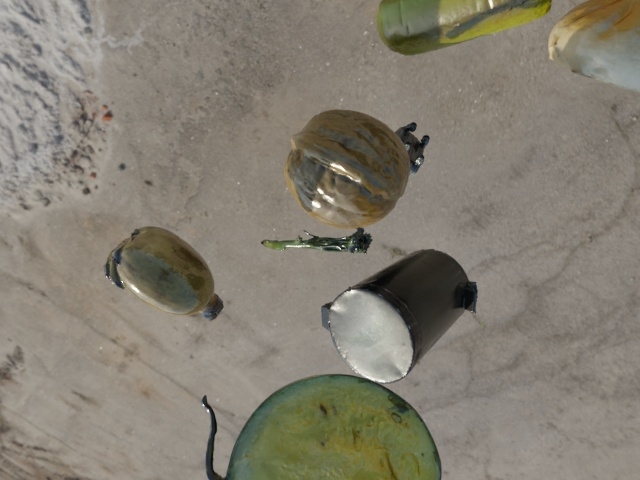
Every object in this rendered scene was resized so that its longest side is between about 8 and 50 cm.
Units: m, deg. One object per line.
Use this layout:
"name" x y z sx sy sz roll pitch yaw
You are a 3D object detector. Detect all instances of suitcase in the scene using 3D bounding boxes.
"suitcase" 0.245 -0.269 1.527 0.128 0.202 0.312 40 133 -15

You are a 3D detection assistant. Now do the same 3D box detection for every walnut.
"walnut" 0.065 -0.187 1.109 0.333 0.333 0.332 12 129 15

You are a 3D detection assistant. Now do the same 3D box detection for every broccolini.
"broccolini" -0.008 0.000 0.883 0.272 0.123 0.062 0 83 35

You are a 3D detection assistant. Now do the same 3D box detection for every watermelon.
"watermelon" 0.005 0.248 0.453 0.232 0.204 0.127 -8 169 -2

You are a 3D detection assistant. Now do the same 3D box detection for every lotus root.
"lotus root" -0.337 0.094 0.978 0.183 0.182 0.310 -18 132 33

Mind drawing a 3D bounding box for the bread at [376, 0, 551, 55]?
"bread" 0.312 -0.507 0.940 0.384 0.112 0.166 0 167 33

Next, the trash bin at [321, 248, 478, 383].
"trash bin" 0.184 0.150 0.932 0.252 0.302 0.202 10 112 38

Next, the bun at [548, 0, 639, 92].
"bun" 0.644 -0.430 0.875 0.299 0.299 0.164 18 127 11
